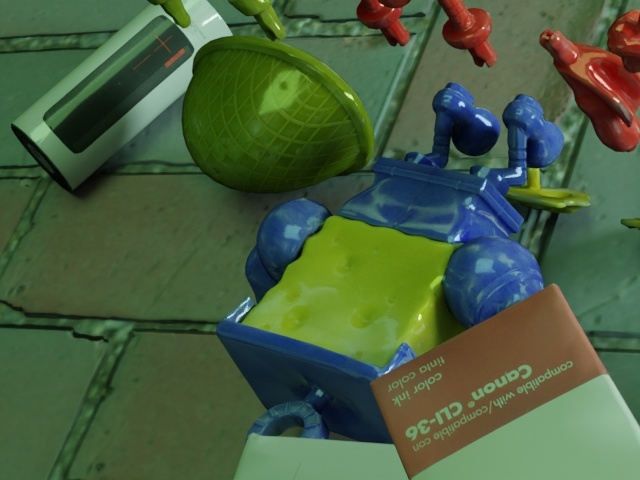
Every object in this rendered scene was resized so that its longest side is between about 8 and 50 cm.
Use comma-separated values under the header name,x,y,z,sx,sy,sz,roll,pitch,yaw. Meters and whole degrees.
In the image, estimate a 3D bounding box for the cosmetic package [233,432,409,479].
name,x,y,z,sx,sy,sz,roll,pitch,yaw
cosmetic package,0.129,0.191,0.608,0.365,0.155,0.197,0,54,29

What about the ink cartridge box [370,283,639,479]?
name,x,y,z,sx,sy,sz,roll,pitch,yaw
ink cartridge box,0.090,0.123,0.495,0.067,0.115,0.198,-29,46,6

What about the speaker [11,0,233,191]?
name,x,y,z,sx,sy,sz,roll,pitch,yaw
speaker,-0.116,-0.093,1.083,0.136,0.055,0.055,-42,44,-11

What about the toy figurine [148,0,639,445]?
name,x,y,z,sx,sy,sz,roll,pitch,yaw
toy figurine,0.000,0.000,0.843,0.362,0.191,0.217,15,65,40
